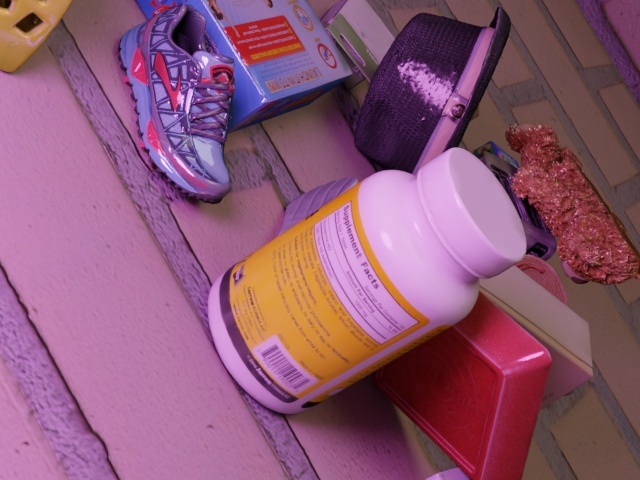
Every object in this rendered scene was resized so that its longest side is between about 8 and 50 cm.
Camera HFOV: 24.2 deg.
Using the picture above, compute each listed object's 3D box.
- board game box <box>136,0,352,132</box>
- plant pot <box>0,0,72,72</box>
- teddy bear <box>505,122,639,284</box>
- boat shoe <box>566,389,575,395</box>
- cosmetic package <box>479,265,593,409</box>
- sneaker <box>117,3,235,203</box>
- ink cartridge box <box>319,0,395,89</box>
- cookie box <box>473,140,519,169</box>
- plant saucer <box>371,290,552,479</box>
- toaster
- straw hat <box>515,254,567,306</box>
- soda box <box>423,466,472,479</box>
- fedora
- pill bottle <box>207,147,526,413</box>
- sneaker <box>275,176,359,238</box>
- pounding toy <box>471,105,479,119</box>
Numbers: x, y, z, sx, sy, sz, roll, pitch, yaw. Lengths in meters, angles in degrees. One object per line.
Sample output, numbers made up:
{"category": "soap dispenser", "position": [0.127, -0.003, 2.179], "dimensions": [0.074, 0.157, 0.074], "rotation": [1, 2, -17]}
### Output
{"category": "board game box", "position": [-0.120, -0.313, 2.035], "dimensions": [0.302, 0.086, 0.308], "rotation": [58, 26, 1]}
{"category": "plant pot", "position": [-0.343, -0.352, 1.555], "dimensions": [0.227, 0.207, 0.228], "rotation": [30, 36, -43]}
{"category": "teddy bear", "position": [0.394, -0.052, 2.390], "dimensions": [0.338, 0.113, 0.245], "rotation": [60, 17, 23]}
{"category": "boat shoe", "position": [0.305, 0.172, 2.263], "dimensions": [0.227, 0.079, 0.081], "rotation": [48, 51, -23]}
{"category": "cosmetic package", "position": [0.206, 0.105, 2.016], "dimensions": [0.309, 0.160, 0.113], "rotation": [35, 35, -24]}
{"category": "sneaker", "position": [-0.154, -0.170, 1.770], "dimensions": [0.104, 0.125, 0.262], "rotation": [11, 51, -55]}
{"category": "ink cartridge box", "position": [0.045, -0.307, 2.342], "dimensions": [0.109, 0.062, 0.209], "rotation": [52, 26, -13]}
{"category": "cookie box", "position": [0.320, -0.108, 2.622], "dimensions": [0.092, 0.040, 0.107], "rotation": [31, 36, -43]}
{"category": "plant saucer", "position": [0.150, 0.154, 1.779], "dimensions": [0.048, 0.259, 0.258], "rotation": [-26, 52, -30]}
{"category": "toaster", "position": [0.278, -0.041, 2.396], "dimensions": [0.168, 0.110, 0.186], "rotation": [25, 40, -49]}
{"category": "straw hat", "position": [0.315, 0.096, 2.357], "dimensions": [0.144, 0.144, 0.061], "rotation": [53, -17, -9]}
{"category": "soda box", "position": [0.178, 0.321, 1.859], "dimensions": [0.216, 0.074, 0.069], "rotation": [0, 61, -60]}
{"category": "fedora", "position": [0.149, -0.213, 2.211], "dimensions": [0.152, 0.334, 0.334], "rotation": [26, 30, 0]}
{"category": "pill bottle", "position": [0.052, 0.041, 1.654], "dimensions": [0.188, 0.334, 0.188], "rotation": [41, 30, -30]}
{"category": "sneaker", "position": [0.000, 0.000, 1.914], "dimensions": [0.091, 0.094, 0.258], "rotation": [69, 26, -19]}
{"category": "pounding toy", "position": [0.175, -0.257, 2.473], "dimensions": [0.181, 0.094, 0.206], "rotation": [55, -14, 30]}
